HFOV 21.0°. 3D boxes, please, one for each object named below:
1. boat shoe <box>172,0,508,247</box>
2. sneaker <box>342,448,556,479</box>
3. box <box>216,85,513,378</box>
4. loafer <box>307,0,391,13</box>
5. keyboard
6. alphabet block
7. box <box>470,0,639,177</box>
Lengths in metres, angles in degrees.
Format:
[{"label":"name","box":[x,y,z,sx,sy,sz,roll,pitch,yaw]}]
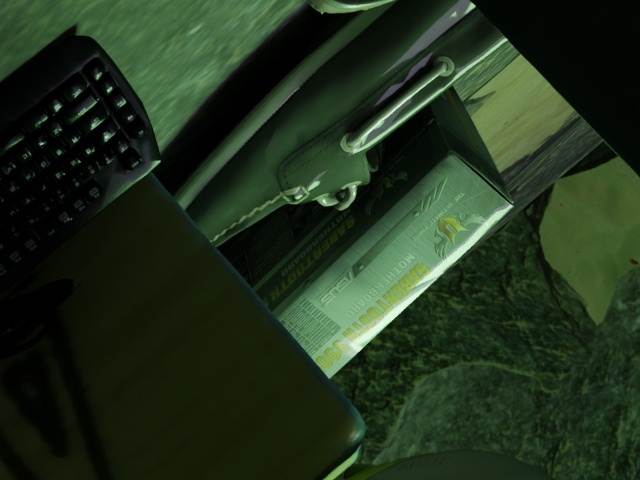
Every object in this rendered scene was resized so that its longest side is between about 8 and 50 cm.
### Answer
[{"label":"boat shoe","box":[0.048,-0.087,0.933,0.335,0.095,0.112,-43,-175,14]},{"label":"sneaker","box":[0.015,0.150,0.718,0.385,0.145,0.147,117,-8,-61]},{"label":"box","box":[0.000,0.000,1.059,0.231,0.056,0.183,-44,-154,14]},{"label":"loafer","box":[0.033,-0.140,0.833,0.125,0.045,0.039,-41,-176,-33]},{"label":"keyboard","box":[-0.136,0.013,0.675,0.192,0.038,0.100,-40,131,-8]},{"label":"alphabet block","box":[-0.114,0.086,0.803,0.197,0.193,0.192,-41,170,-7]},{"label":"box","box":[0.310,-0.262,0.609,0.472,0.297,0.480,-41,172,-15]}]
